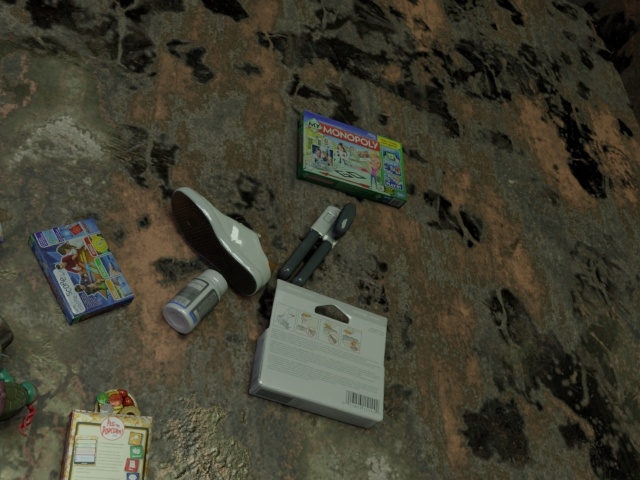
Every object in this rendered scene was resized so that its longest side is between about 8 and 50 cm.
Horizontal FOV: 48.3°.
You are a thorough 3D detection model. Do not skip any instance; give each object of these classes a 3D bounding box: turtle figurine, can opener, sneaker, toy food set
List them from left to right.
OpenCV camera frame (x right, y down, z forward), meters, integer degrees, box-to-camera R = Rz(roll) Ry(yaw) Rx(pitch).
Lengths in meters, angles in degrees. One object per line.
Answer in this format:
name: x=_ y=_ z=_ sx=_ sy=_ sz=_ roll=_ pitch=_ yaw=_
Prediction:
turtle figurine: x=-0.550 y=0.249 z=1.165 sx=0.234 sy=0.118 sz=0.175 roll=12 pitch=88 yaw=-56
toy food set: x=-0.385 y=0.320 z=1.349 sx=0.083 sy=0.020 sz=0.083 roll=-9 pitch=66 yaw=-35
sneaker: x=-0.219 y=-0.011 z=1.626 sx=0.290 sy=0.106 sz=0.123 roll=51 pitch=39 yaw=-2
can opener: x=0.000 y=0.000 z=1.740 sx=0.076 sy=0.095 sz=0.283 roll=39 pitch=48 yaw=-2

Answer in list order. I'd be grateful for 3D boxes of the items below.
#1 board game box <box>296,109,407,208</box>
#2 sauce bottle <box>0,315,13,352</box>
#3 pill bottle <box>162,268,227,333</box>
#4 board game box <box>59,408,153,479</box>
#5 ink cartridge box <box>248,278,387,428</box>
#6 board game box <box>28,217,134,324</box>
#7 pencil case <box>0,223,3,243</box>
board game box: x=0.086 y=-0.223 z=1.974 sx=0.317 sy=0.046 sz=0.213 roll=14 pitch=55 yaw=-22
sauce bottle: x=-0.666 y=0.245 z=1.172 sx=0.111 sy=0.111 sz=0.344 roll=38 pitch=47 yaw=-3
pill bottle: x=-0.262 y=0.126 z=1.512 sx=0.078 sy=0.078 sz=0.137 roll=42 pitch=48 yaw=0
board game box: x=-0.381 y=0.405 z=1.264 sx=0.147 sy=0.045 sz=0.193 roll=13 pitch=61 yaw=-24
ink cartridge box: x=0.005 y=0.254 z=1.594 sx=0.296 sy=0.066 sz=0.261 roll=21 pitch=51 yaw=-18
board game box: x=-0.486 y=0.059 z=1.453 sx=0.136 sy=0.035 sz=0.201 roll=-19 pitch=71 yaw=-38
pencil case: x=-0.723 y=0.008 z=1.295 sx=0.124 sy=0.113 sz=0.273 roll=49 pitch=48 yaw=8
